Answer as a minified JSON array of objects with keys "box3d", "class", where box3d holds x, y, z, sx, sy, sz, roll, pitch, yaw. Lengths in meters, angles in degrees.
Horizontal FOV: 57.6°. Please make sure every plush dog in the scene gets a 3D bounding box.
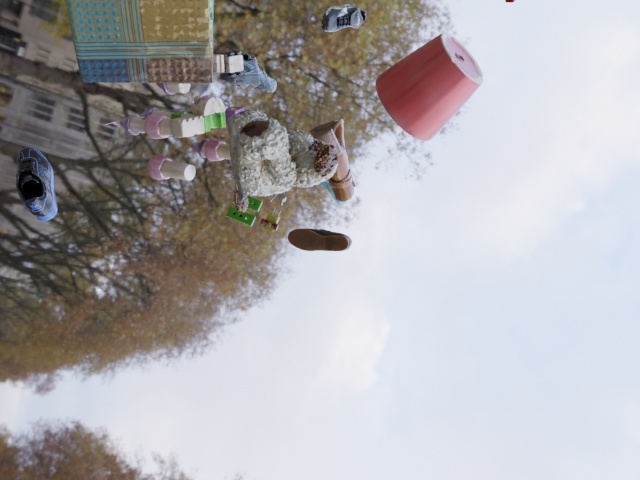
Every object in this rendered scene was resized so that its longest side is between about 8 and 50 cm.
[{"box3d":[-0.072,-0.165,1.238,0.262,0.226,0.210,-131,-141,-67],"class":"plush dog"}]

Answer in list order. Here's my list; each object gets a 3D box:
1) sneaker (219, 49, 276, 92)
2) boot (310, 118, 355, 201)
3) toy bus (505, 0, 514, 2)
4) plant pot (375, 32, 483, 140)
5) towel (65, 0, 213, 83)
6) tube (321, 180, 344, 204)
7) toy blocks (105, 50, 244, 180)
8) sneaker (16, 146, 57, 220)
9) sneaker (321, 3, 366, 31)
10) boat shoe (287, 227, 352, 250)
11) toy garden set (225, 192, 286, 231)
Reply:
[{"box3d":[-0.221,-0.554,1.923,0.101,0.267,0.106,21,-75,24],"class":"sneaker"},{"box3d":[0.054,-0.253,1.809,0.109,0.220,0.283,-19,-161,6],"class":"boot"},{"box3d":[0.484,-0.781,1.687,0.191,0.104,0.202,49,-22,24],"class":"toy bus"},{"box3d":[0.349,-0.487,1.808,0.243,0.275,0.274,-39,-135,36],"class":"plant pot"},{"box3d":[-0.334,-0.464,1.076,0.040,0.272,0.370,-102,-165,-46],"class":"towel"},{"box3d":[0.051,-0.197,2.286,0.080,0.207,0.052,22,-98,24],"class":"tube"},{"box3d":[-0.381,-0.343,1.567,0.260,0.289,0.308,13,-64,29],"class":"toy blocks"},{"box3d":[-0.733,-0.162,1.485,0.232,0.082,0.090,61,-12,25],"class":"sneaker"},{"box3d":[0.090,-0.779,2.040,0.106,0.234,0.078,18,-54,23],"class":"sneaker"},{"box3d":[0.000,0.000,1.894,0.073,0.207,0.073,-30,129,-73],"class":"boat shoe"},{"box3d":[-0.228,-0.158,2.301,0.049,0.204,0.244,94,18,-71],"class":"toy garden set"}]
